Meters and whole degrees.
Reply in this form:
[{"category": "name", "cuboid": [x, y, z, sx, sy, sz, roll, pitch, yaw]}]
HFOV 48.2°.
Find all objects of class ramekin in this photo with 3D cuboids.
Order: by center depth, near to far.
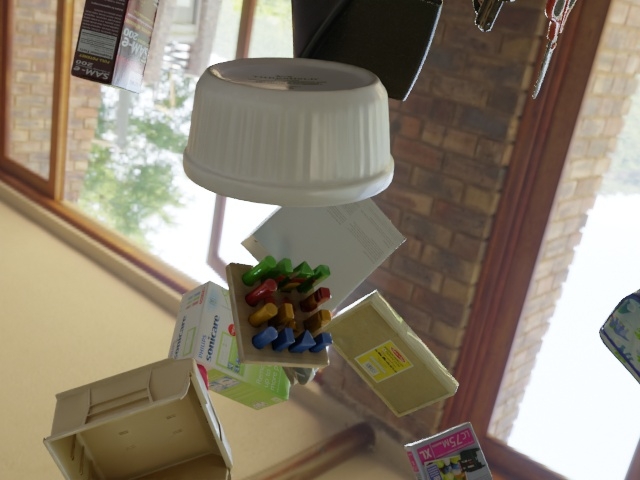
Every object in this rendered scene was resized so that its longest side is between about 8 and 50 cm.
[{"category": "ramekin", "cuboid": [-0.037, -0.147, 0.892, 0.272, 0.127, 0.273, 3, -155, -1]}]

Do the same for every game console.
[{"category": "game console", "cuboid": [0.379, -0.585, 1.532, 0.043, 0.213, 0.361, -2, 169, 0]}]

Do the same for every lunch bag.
[{"category": "lunch bag", "cuboid": [0.624, 0.201, 1.307, 0.090, 0.176, 0.219, -24, -116, -20]}]

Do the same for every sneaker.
[{"category": "sneaker", "cuboid": [-0.029, 0.229, 1.311, 0.061, 0.054, 0.152, -27, 177, -15]}]

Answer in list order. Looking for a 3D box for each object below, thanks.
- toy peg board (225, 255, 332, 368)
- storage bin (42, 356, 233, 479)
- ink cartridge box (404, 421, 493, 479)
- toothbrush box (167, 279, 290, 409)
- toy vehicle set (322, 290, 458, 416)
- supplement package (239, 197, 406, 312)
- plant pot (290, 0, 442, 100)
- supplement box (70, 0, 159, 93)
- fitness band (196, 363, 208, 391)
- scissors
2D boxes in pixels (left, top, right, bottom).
[{"category": "toy peg board", "cuboid": [-0.047, 0.102, 1.087, 0.161, 0.079, 0.161, 11, -125, -38]}, {"category": "storage bin", "cuboid": [-0.313, 0.371, 1.289, 0.260, 0.262, 0.123, -17, -150, -5]}, {"category": "ink cartridge box", "cuboid": [0.362, 0.653, 1.862, 0.185, 0.311, 0.065, -17, 169, -17]}, {"category": "toothbrush box", "cuboid": [-0.206, 0.255, 1.713, 0.283, 0.122, 0.206, 32, -132, -31]}, {"category": "toy vehicle set", "cuboid": [0.140, 0.242, 1.491, 0.267, 0.166, 0.035, 49, -140, -9]}, {"category": "supplement package", "cuboid": [0.000, 0.000, 1.290, 0.194, 0.203, 0.149, 48, 165, -6]}, {"category": "plant pot", "cuboid": [0.074, -0.343, 1.040, 0.187, 0.167, 0.188, 10, -121, -22]}, {"category": "supplement box", "cuboid": [-0.319, -0.367, 1.150, 0.073, 0.240, 0.130, 15, -173, 5]}, {"category": "fitness band", "cuboid": [-0.296, 0.401, 1.509, 0.054, 0.291, 0.209, 13, -168, -19]}, {"category": "scissors", "cuboid": [0.462, -0.401, 1.397, 0.021, 0.109, 0.297, 33, 162, 25]}]
